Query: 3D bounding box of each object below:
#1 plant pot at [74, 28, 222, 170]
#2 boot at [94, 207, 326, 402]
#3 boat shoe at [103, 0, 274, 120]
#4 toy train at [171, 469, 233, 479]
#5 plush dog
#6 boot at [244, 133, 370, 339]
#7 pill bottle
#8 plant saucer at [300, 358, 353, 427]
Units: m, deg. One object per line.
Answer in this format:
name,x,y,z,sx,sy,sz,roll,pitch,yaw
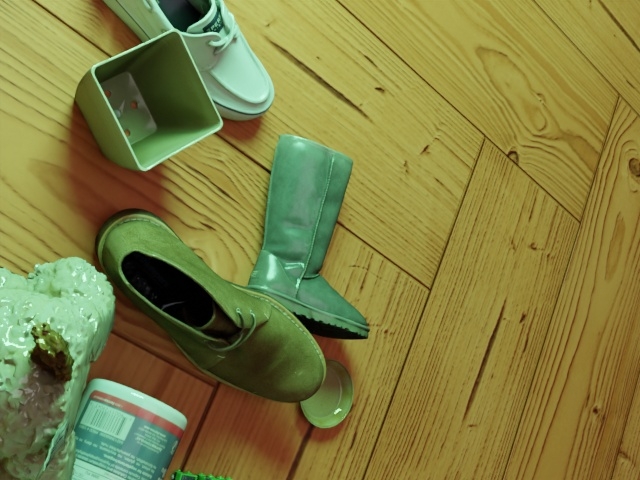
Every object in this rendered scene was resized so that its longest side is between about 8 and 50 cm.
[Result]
plant pot,-0.185,-0.135,0.930,0.109,0.096,0.109,-36,109,-35
boot,-0.102,0.093,0.954,0.305,0.115,0.112,40,90,-27
boat shoe,-0.135,-0.224,0.983,0.258,0.084,0.095,38,65,-30
toy train,-0.124,0.264,1.002,0.083,0.023,0.017,20,75,-36
plush dog,-0.310,0.101,0.767,0.225,0.211,0.263,11,68,-3
boot,0.002,0.000,1.096,0.189,0.076,0.209,27,65,-34
pill bottle,-0.211,0.234,0.882,0.108,0.108,0.180,35,67,-31
plant saucer,0.004,0.185,1.114,0.083,0.015,0.083,3,85,-38
